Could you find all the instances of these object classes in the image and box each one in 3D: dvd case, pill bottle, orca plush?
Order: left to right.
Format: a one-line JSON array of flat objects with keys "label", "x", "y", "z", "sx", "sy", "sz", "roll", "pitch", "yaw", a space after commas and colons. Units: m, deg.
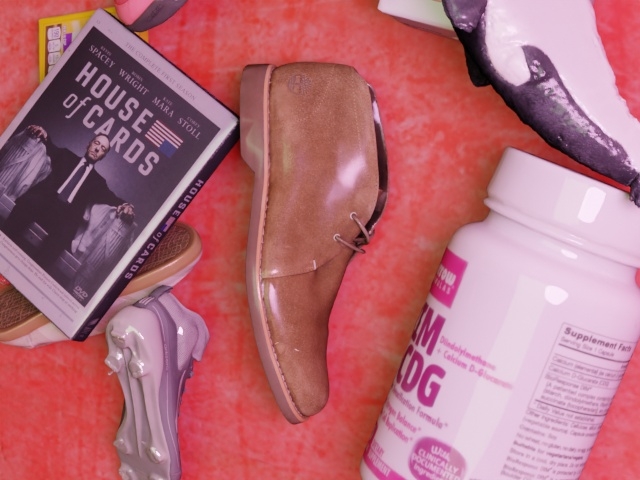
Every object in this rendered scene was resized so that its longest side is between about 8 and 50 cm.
[{"label": "dvd case", "x": -0.200, "y": -0.059, "z": 1.085, "sx": 0.179, "sy": 0.029, "sz": 0.239, "roll": 39, "pitch": 95, "yaw": 19}, {"label": "pill bottle", "x": 0.151, "y": 0.082, "z": 0.949, "sx": 0.160, "sy": 0.160, "sz": 0.283, "roll": 24, "pitch": 98, "yaw": 17}, {"label": "orca plush", "x": 0.157, "y": -0.141, "z": 0.910, "sx": 0.287, "sy": 0.102, "sz": 0.151, "roll": 48, "pitch": 60, "yaw": -1}]

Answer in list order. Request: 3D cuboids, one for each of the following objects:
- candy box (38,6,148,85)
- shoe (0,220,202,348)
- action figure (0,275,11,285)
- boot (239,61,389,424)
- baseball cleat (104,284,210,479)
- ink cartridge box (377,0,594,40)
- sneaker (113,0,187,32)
[{"label": "candy box", "x": -0.205, "y": -0.108, "z": 1.127, "sx": 0.105, "sy": 0.027, "sz": 0.206, "roll": -5, "pitch": 82, "yaw": 17}, {"label": "shoe", "x": -0.201, "y": 0.044, "z": 1.128, "sx": 0.219, "sy": 0.058, "sz": 0.077, "roll": -21, "pitch": 47, "yaw": 11}, {"label": "action figure", "x": -0.412, "y": -0.012, "z": 1.158, "sx": 0.280, "sy": 0.139, "sz": 0.091, "roll": 20, "pitch": 98, "yaw": 15}, {"label": "boot", "x": 0.000, "y": 0.000, "z": 1.034, "sx": 0.115, "sy": 0.112, "sz": 0.305, "roll": -3, "pitch": 88, "yaw": 8}, {"label": "baseball cleat", "x": -0.134, "y": 0.137, "z": 1.096, "sx": 0.072, "sy": 0.109, "sz": 0.206, "roll": 21, "pitch": 128, "yaw": 28}, {"label": "ink cartridge box", "x": 0.152, "y": -0.258, "z": 0.979, "sx": 0.154, "sy": 0.093, "sz": 0.212, "roll": 19, "pitch": 99, "yaw": 17}, {"label": "sneaker", "x": -0.138, "y": -0.331, "z": 1.022, "sx": 0.136, "sy": 0.116, "sz": 0.314, "roll": 12, "pitch": 113, "yaw": -23}]
